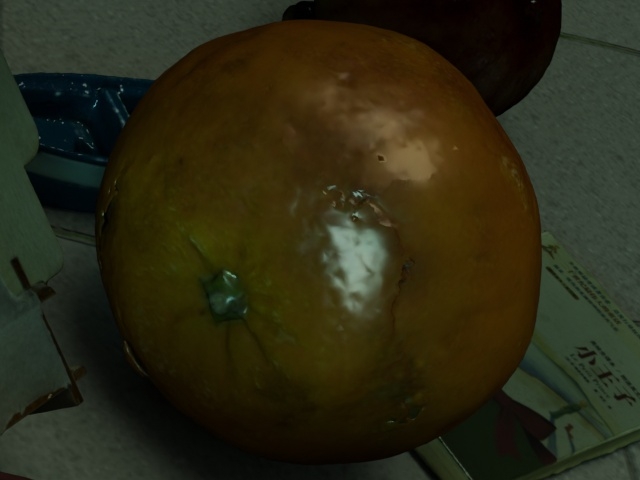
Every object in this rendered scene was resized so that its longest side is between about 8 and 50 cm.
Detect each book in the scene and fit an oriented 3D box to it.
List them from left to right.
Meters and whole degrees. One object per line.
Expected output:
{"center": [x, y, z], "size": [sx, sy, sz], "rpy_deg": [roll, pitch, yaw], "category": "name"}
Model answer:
{"center": [0.142, 0.087, 1.344], "size": [0.289, 0.026, 0.201], "rpy_deg": [-14, 55, -46], "category": "book"}

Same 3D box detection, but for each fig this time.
{"center": [0.093, -0.203, 1.490], "size": [0.235, 0.235, 0.214], "rpy_deg": [4, 8, -36], "category": "fig"}

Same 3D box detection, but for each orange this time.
{"center": [0.000, 0.000, 1.108], "size": [0.284, 0.284, 0.226], "rpy_deg": [40, 38, 8], "category": "orange"}

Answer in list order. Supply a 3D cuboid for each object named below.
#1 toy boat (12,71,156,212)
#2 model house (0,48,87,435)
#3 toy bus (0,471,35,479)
{"center": [-0.147, -0.065, 1.260], "size": [0.299, 0.062, 0.096], "rpy_deg": [3, 46, -38], "category": "toy boat"}
{"center": [-0.295, -0.023, 0.981], "size": [0.169, 0.244, 0.326], "rpy_deg": [-43, 113, -53], "category": "model house"}
{"center": [-0.039, 0.257, 0.823], "size": [0.427, 0.233, 0.203], "rpy_deg": [18, 38, -21], "category": "toy bus"}
